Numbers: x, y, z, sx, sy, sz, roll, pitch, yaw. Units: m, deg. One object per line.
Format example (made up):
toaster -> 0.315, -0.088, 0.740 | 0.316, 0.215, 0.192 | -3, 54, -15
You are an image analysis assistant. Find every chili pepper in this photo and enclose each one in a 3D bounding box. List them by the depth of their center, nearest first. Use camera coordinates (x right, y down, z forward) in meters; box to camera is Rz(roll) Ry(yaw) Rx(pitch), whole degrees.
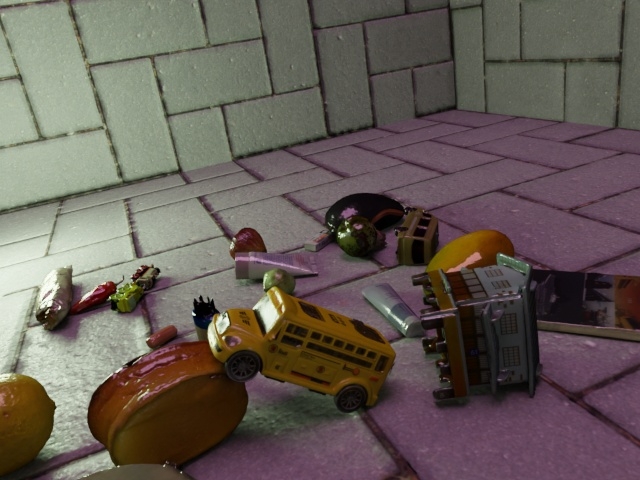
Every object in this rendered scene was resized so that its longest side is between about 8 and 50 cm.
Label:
chili pepper -> -0.672, 0.168, 1.583 | 0.191, 0.050, 0.059 | -36, 35, -26

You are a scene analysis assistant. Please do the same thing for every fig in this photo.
fig -> -0.227, 0.026, 1.682 | 0.119, 0.119, 0.153 | -23, 36, -30

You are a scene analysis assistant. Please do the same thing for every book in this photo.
book -> 0.633, 0.138, 1.161 | 0.373, 0.028, 0.262 | 3, 23, 29

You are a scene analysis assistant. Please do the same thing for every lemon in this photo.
lemon -> -0.593, 0.339, 0.956 | 0.202, 0.179, 0.178 | -19, 24, -27

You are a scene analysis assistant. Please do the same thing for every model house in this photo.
model house -> 0.295, 0.164, 0.980 | 0.215, 0.224, 0.198 | -10, 19, 9

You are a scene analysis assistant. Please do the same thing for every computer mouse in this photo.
computer mouse -> 0.155, -0.100, 1.800 | 0.323, 0.117, 0.182 | -22, 38, -39

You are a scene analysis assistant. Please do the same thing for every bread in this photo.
bread -> -0.262, 0.288, 0.925 | 0.269, 0.196, 0.142 | -21, 32, -29

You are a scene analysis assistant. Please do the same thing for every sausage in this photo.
sausage -> -0.397, 0.240, 1.311 | 0.034, 0.034, 0.083 | 8, 26, 36

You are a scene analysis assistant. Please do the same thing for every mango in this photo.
mango -> 0.381, 0.061, 1.348 | 0.316, 0.119, 0.176 | -29, 30, -22

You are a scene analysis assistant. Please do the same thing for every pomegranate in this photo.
pomegranate -> 0.131, -0.020, 1.623 | 0.163, 0.126, 0.138 | -18, 16, -22

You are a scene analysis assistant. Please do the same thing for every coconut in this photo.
coconut -> -0.118, 0.120, 1.437 | 0.087, 0.088, 0.096 | 12, 24, 42

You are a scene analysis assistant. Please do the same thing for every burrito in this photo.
burrito -> -0.817, 0.169, 1.608 | 0.117, 0.076, 0.392 | -42, 28, -6

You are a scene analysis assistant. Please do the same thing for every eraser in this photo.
eraser -> 0.000, 0.000, 1.757 | 0.052, 0.029, 0.122 | 7, 26, 35

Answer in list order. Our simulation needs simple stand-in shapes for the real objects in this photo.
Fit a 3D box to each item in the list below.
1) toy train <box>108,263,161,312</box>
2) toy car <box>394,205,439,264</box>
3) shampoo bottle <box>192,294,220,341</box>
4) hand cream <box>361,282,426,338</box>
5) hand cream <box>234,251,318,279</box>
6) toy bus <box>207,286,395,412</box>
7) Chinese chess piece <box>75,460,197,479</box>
toy train -> -0.562, 0.142, 1.606 | 0.084, 0.053, 0.250 | 2, 22, 5
toy car -> 0.301, -0.019, 1.589 | 0.124, 0.101, 0.257 | 4, 26, 20
shampoo bottle -> -0.235, 0.206, 1.128 | 0.050, 0.183, 0.087 | -23, 26, -35
hand cream -> 0.176, 0.159, 1.268 | 0.079, 0.048, 0.255 | -9, 18, -14
hand cream -> -0.134, 0.074, 1.584 | 0.247, 0.083, 0.133 | 1, 22, -5
toy bus -> -0.034, 0.190, 0.961 | 0.329, 0.152, 0.144 | 23, 11, -23
Chinese chess piece -> -0.261, 0.437, 0.615 | 0.348, 0.147, 0.349 | -8, 22, 3
